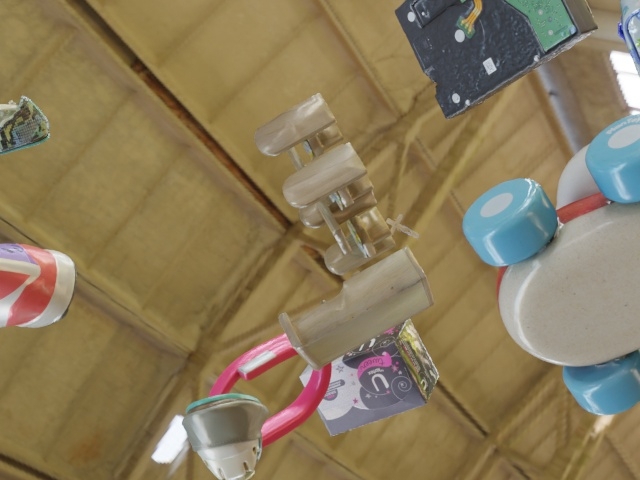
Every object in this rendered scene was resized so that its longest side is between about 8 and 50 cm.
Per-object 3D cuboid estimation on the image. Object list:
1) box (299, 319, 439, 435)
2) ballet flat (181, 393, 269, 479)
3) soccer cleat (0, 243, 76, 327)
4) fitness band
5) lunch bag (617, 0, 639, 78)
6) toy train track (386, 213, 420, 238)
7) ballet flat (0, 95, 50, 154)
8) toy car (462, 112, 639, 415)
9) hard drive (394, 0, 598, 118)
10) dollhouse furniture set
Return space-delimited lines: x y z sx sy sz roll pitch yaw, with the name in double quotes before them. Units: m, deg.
"box" 0.107 0.297 1.963 0.163 0.247 0.142 62 -156 -9
"ballet flat" -0.076 0.179 0.789 0.072 0.068 0.213 -12 -15 -5
"soccer cleat" -0.415 0.063 1.010 0.116 0.318 0.109 26 -122 -48
"fitness band" -0.097 0.296 1.745 0.290 0.054 0.209 -24 -53 -36
"lunch bag" 0.507 -0.284 1.218 0.219 0.176 0.090 45 -139 -44
"toy train track" 0.169 -0.023 1.818 0.048 0.083 0.014 -60 -34 0
"ballet flat" -0.408 -0.117 1.034 0.188 0.070 0.070 -23 -51 -3
"toy car" 0.253 -0.014 0.804 0.219 0.210 0.238 53 -158 -21
"hard drive" 0.295 -0.387 1.566 0.064 0.339 0.237 -23 -95 -36
"dollhouse furniture set" 0.000 0.000 1.044 0.161 0.242 0.212 -29 -25 1
